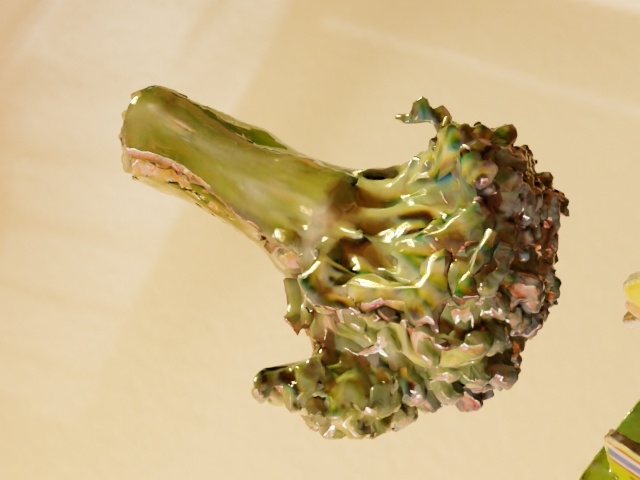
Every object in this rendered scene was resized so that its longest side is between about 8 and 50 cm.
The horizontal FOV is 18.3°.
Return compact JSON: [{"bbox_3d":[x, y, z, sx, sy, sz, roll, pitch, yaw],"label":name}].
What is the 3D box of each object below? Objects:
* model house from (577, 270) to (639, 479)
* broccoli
[{"bbox_3d":[0.319,0.087,1.045,0.357,0.313,0.242,34,-107,29],"label":"model house"},{"bbox_3d":[0.000,0.019,1.152,0.275,0.177,0.198,6,-105,14],"label":"broccoli"}]
